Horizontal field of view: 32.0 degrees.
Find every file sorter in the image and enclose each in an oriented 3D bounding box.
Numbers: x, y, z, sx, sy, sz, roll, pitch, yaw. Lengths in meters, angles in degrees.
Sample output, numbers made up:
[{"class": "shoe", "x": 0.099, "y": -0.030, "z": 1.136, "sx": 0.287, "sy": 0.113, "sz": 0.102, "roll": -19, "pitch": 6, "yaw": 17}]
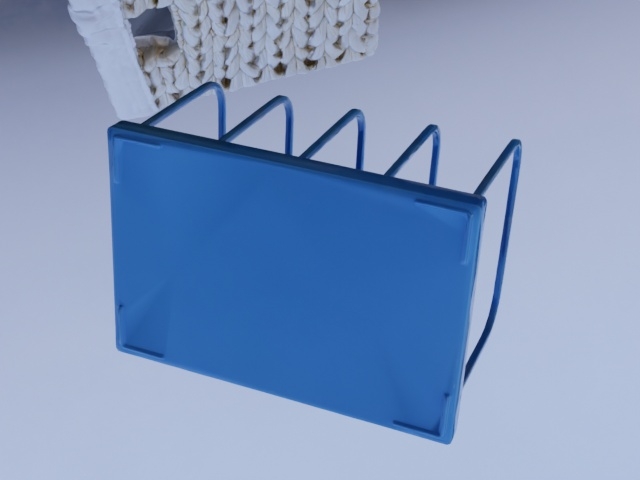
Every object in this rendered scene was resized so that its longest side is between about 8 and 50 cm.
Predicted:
[{"class": "file sorter", "x": 0.000, "y": 0.000, "z": 0.531, "sx": 0.170, "sy": 0.118, "sz": 0.104, "roll": 13, "pitch": -151, "yaw": 18}]

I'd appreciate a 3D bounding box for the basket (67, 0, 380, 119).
[{"class": "basket", "x": -0.102, "y": -0.324, "z": 0.958, "sx": 0.266, "sy": 0.331, "sz": 0.328, "roll": -11, "pitch": 164, "yaw": -4}]
